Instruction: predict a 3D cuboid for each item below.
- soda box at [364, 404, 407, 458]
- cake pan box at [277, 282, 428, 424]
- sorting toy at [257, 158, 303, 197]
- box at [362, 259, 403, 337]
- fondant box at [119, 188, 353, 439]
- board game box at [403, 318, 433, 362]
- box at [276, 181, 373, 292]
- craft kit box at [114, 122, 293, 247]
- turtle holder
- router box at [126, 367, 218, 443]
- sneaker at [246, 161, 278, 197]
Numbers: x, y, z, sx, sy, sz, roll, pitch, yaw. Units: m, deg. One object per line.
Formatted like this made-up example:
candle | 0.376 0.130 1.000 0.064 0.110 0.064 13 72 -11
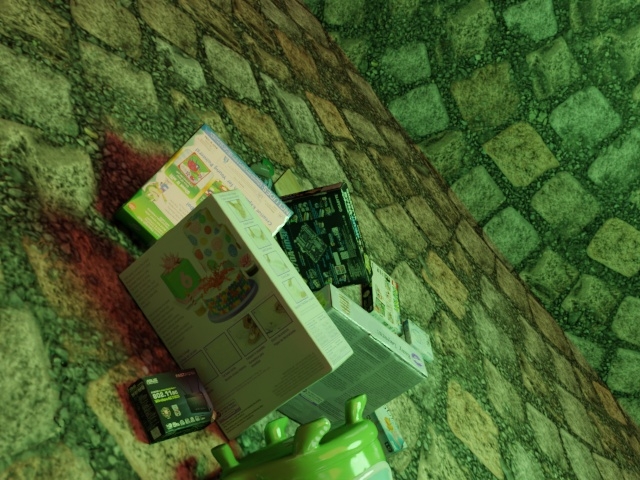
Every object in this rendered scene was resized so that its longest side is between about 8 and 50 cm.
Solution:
soda box | 0.100 0.353 1.501 0.058 0.063 0.183 8 49 -57
cake pan box | 0.019 0.227 1.314 0.267 0.246 0.070 38 28 -27
sorting toy | -0.072 -0.084 1.805 0.274 0.046 0.132 58 23 -13
box | 0.158 0.152 1.910 0.114 0.036 0.207 41 27 -23
fondant box | -0.140 0.118 1.194 0.330 0.238 0.096 54 25 5
board game box | 0.258 0.264 1.951 0.090 0.020 0.090 39 27 -27
box | 0.000 0.000 1.587 0.051 0.175 0.220 -54 129 -64
craft kit box | -0.209 -0.049 1.384 0.250 0.061 0.246 46 54 -14
turtle holder | -0.019 0.373 1.052 0.320 0.244 0.227 15 56 -79
router box | -0.221 0.247 1.118 0.122 0.038 0.092 3 53 -59
sneaker | -0.183 -0.099 1.555 0.341 0.125 0.139 -4 61 -60
